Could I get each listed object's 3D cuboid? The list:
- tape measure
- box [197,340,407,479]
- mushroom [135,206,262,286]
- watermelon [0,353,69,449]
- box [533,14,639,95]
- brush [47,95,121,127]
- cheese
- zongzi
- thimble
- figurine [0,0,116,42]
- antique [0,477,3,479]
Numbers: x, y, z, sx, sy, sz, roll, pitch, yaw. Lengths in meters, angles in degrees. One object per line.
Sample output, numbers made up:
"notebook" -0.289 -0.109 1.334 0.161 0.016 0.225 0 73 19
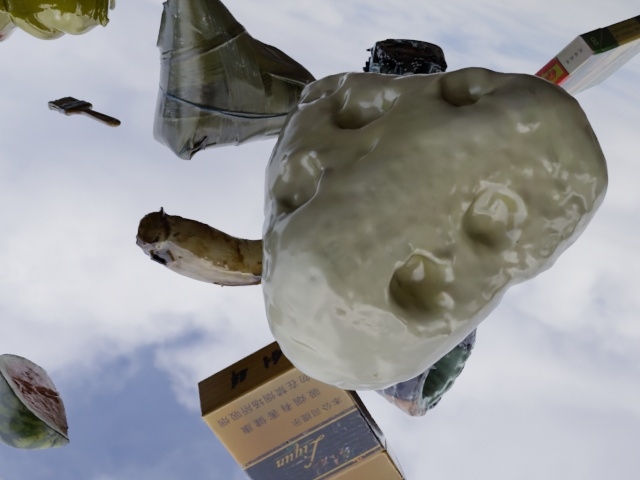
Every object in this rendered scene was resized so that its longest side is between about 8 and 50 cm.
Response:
"tape measure" 0.096 -0.190 0.903 0.091 0.054 0.094 0 -154 -9
"box" -0.017 0.226 0.957 0.237 0.152 0.070 60 -177 -27
"mushroom" 0.003 0.007 0.826 0.301 0.208 0.233 -38 -102 -15
"watermelon" -0.350 0.189 0.943 0.087 0.069 0.163 40 179 -33
"box" 0.338 -0.224 1.037 0.235 0.132 0.034 -26 -101 -42
"brush" -0.323 -0.177 1.145 0.043 0.014 0.170 -26 -146 -35
"cheese" 0.066 -0.011 0.612 0.251 0.248 0.174 1 145 41
"zongzi" -0.102 -0.261 1.115 0.250 0.275 0.125 -17 -144 -39
"thimble" 0.173 0.183 1.463 0.150 0.237 0.237 30 -153 26
"figurine" -0.495 -0.403 1.326 0.326 0.169 0.218 -9 -154 -4
"antique" -0.374 0.286 0.774 0.147 0.147 0.152 5 -120 2
